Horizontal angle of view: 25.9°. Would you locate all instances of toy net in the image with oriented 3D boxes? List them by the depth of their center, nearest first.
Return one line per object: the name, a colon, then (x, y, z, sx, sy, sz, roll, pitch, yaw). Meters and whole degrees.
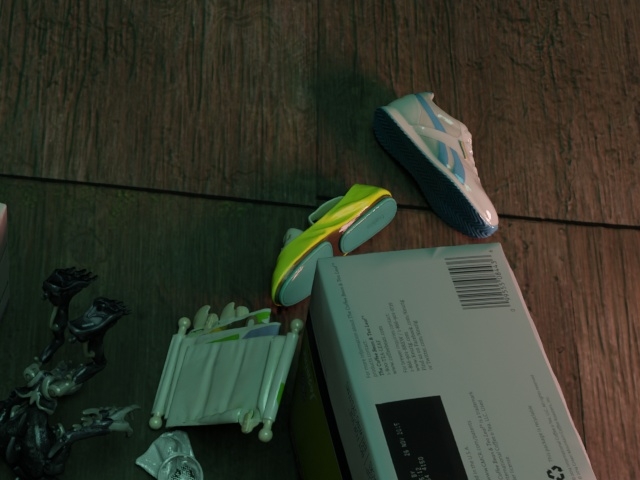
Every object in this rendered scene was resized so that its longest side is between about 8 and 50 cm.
toy net: (-0.169, 0.322, 1.588, 0.122, 0.045, 0.232, 14, 61, -4)

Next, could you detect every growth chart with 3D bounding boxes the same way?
growth chart: (-0.113, 0.149, 1.613, 0.021, 0.237, 0.172, 37, 62, -35)

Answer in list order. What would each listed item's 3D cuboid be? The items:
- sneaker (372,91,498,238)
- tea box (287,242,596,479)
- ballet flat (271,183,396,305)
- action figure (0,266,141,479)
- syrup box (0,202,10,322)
sneaker: (0.171, -0.105, 1.856, 0.092, 0.087, 0.228, -29, 74, -25)
tea box: (0.112, 0.233, 1.501, 0.220, 0.323, 0.329, -4, 51, -14)
ballet flat: (0.000, 0.000, 1.782, 0.077, 0.077, 0.231, 32, 56, 30)
action figure: (-0.287, 0.180, 1.572, 0.164, 0.275, 0.141, 31, 19, 32)
syrup box: (-0.411, 0.042, 1.574, 0.093, 0.237, 0.096, 15, 58, -3)
